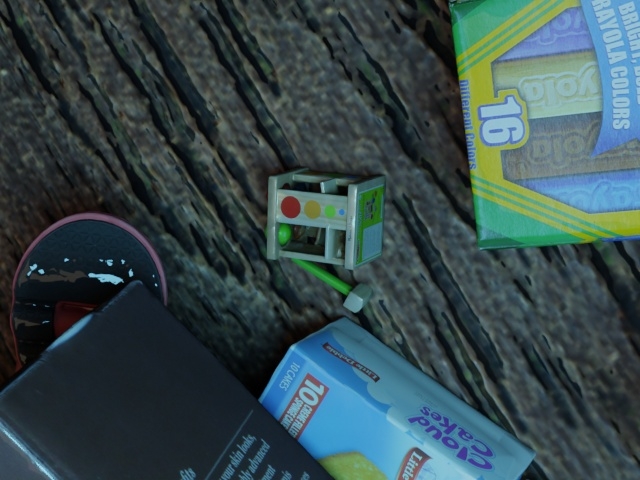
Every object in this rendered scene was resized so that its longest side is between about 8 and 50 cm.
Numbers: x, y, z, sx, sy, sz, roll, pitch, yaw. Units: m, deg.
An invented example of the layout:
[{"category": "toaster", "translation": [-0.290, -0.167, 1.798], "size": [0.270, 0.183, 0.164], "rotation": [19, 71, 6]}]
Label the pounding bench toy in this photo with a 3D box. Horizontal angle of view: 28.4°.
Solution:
[{"category": "pounding bench toy", "translation": [0.000, 0.000, 0.786], "size": [0.065, 0.052, 0.083], "rotation": [6, 102, 22]}]

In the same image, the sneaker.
[{"category": "sneaker", "translation": [-0.152, 0.132, 0.833], "size": [0.115, 0.136, 0.314], "rotation": [10, 97, -6]}]

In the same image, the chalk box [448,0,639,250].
[{"category": "chalk box", "translation": [0.191, -0.074, 0.649], "size": [0.213, 0.132, 0.132], "rotation": [-3, 98, 25]}]

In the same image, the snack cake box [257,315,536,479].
[{"category": "snack cake box", "translation": [-0.003, 0.201, 0.804], "size": [0.152, 0.089, 0.264], "rotation": [35, 111, 14]}]

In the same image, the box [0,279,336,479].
[{"category": "box", "translation": [-0.038, 0.219, 0.656], "size": [0.143, 0.191, 0.381], "rotation": [-41, 93, 20]}]
